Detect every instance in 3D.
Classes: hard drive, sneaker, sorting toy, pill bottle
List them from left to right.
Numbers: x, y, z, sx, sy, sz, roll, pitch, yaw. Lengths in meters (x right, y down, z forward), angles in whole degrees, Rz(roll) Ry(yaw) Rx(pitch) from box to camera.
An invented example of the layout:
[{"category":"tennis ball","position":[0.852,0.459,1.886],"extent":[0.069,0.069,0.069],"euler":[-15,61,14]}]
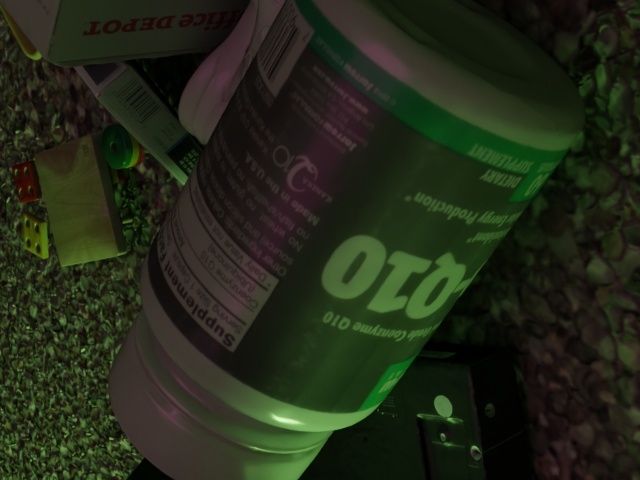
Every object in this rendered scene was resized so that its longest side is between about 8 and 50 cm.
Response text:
[{"category":"sorting toy","position":[-0.260,-0.044,1.162],"extent":[0.274,0.046,0.132],"euler":[-10,94,48]},{"category":"sneaker","position":[-0.003,-0.147,0.821],"extent":[0.152,0.114,0.305],"euler":[51,141,12]},{"category":"pill bottle","position":[0.000,0.000,0.726],"extent":[0.204,0.204,0.361],"euler":[48,121,27]},{"category":"hard drive","position":[0.077,0.250,0.866],"extent":[0.237,0.064,0.339],"euler":[-3,98,48]}]

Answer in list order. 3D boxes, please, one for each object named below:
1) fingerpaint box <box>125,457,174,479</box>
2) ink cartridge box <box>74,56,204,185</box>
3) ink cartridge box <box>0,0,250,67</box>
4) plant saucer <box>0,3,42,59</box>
[{"category":"fingerpaint box","position":[-0.177,0.443,0.863],"extent":[0.163,0.371,0.445],"euler":[18,95,2]},{"category":"ink cartridge box","position":[-0.200,-0.166,0.966],"extent":[0.045,0.206,0.208],"euler":[-41,67,-1]},{"category":"ink cartridge box","position":[-0.110,-0.299,0.787],"extent":[0.131,0.226,0.306],"euler":[51,132,25]},{"category":"plant saucer","position":[-0.277,-0.412,1.048],"extent":[0.333,0.081,0.333],"euler":[59,137,17]}]
